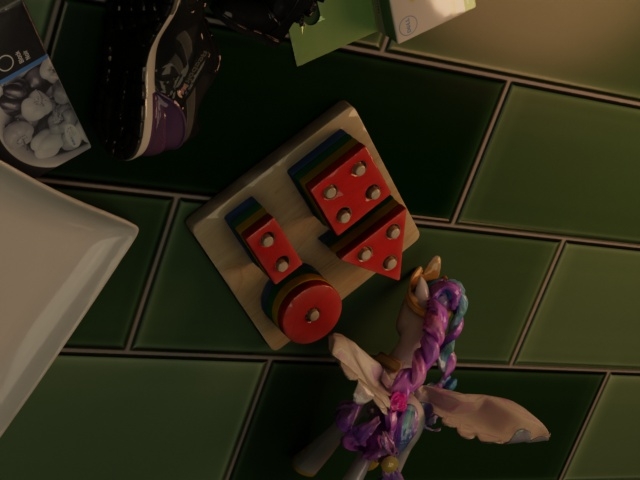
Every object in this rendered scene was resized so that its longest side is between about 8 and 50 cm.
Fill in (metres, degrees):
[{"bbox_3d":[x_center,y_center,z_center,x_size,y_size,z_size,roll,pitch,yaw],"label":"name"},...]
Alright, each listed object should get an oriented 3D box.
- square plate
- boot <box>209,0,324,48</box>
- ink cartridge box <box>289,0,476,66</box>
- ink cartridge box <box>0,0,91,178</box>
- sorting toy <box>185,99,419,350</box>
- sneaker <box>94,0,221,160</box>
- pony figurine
[{"bbox_3d":[-0.398,0.073,1.631,0.344,0.049,0.347,-56,150,2],"label":"square plate"},{"bbox_3d":[-0.058,-0.279,1.688,0.121,0.045,0.099,20,120,-45],"label":"boot"},{"bbox_3d":[0.068,-0.315,1.758,0.235,0.056,0.171,-28,129,-19],"label":"ink cartridge box"},{"bbox_3d":[-0.377,-0.137,1.576,0.208,0.045,0.206,-31,130,-13],"label":"ink cartridge box"},{"bbox_3d":[0.000,0.000,1.880,0.257,0.089,0.255,-38,132,-9],"label":"sorting toy"},{"bbox_3d":[-0.168,-0.231,1.639,0.124,0.107,0.283,-13,129,-45],"label":"sneaker"},{"bbox_3d":[0.098,0.224,1.929,0.302,0.351,0.364,23,105,-15],"label":"pony figurine"}]
